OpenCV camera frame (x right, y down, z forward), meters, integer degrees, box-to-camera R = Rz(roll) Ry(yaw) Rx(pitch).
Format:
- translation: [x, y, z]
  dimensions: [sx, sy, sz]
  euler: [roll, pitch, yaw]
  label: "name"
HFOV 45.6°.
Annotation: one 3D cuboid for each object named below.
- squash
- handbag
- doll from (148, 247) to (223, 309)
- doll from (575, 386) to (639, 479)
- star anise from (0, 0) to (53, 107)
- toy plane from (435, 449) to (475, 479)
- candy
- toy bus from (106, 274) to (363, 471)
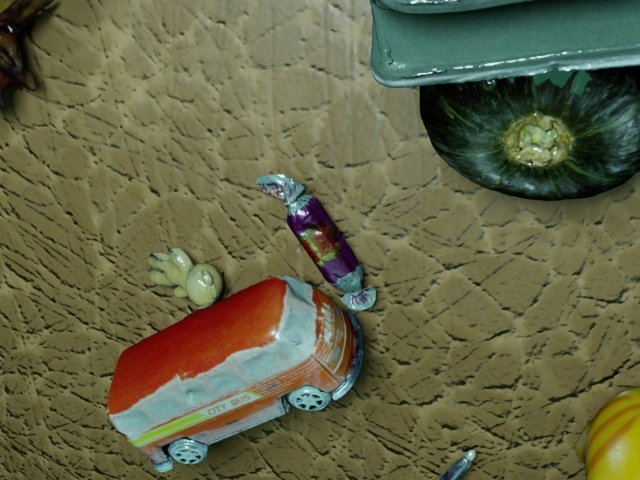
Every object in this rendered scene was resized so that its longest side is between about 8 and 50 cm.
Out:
- translation: [0.177, -0.117, 0.607]
  dimensions: [0.193, 0.156, 0.193]
  euler: [-1, 127, -1]
  label: "squash"
- translation: [0.155, -0.214, 0.520]
  dimensions: [0.247, 0.260, 0.079]
  euler: [-4, 136, 12]
  label: "handbag"
- translation: [-0.146, 0.039, 0.806]
  dimensions: [0.093, 0.051, 0.061]
  euler: [7, 119, 13]
  label: "doll"
- translation: [0.371, 0.197, 0.679]
  dimensions: [0.270, 0.166, 0.162]
  euler: [0, 109, 17]
  label: "doll"
- translation: [-0.341, -0.227, 0.698]
  dimensions: [0.346, 0.148, 0.237]
  euler: [-9, 106, 27]
  label: "star anise"
- translation: [0.089, 0.333, 0.842]
  dimensions: [0.192, 0.088, 0.262]
  euler: [34, 115, 0]
  label: "toy plane"
- translation: [0.000, 0.000, 0.759]
  dimensions: [0.045, 0.043, 0.175]
  euler: [-27, 107, 25]
  label: "candy"
- translation: [-0.092, 0.129, 0.774]
  dimensions: [0.265, 0.121, 0.120]
  euler: [-26, 127, 23]
  label: "toy bus"
